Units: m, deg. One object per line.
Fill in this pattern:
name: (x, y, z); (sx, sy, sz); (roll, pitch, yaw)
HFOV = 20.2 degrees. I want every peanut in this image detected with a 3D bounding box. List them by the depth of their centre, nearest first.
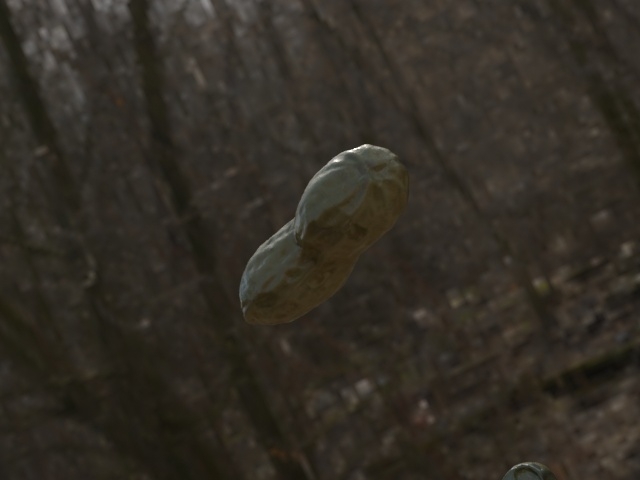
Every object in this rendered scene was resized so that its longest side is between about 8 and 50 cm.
peanut: (0.000, 0.000, 1.460); (0.187, 0.082, 0.082); (-50, -11, 24)

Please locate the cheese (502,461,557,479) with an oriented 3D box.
cheese: (0.166, 0.238, 1.385); (0.097, 0.037, 0.192); (-62, -29, -15)
